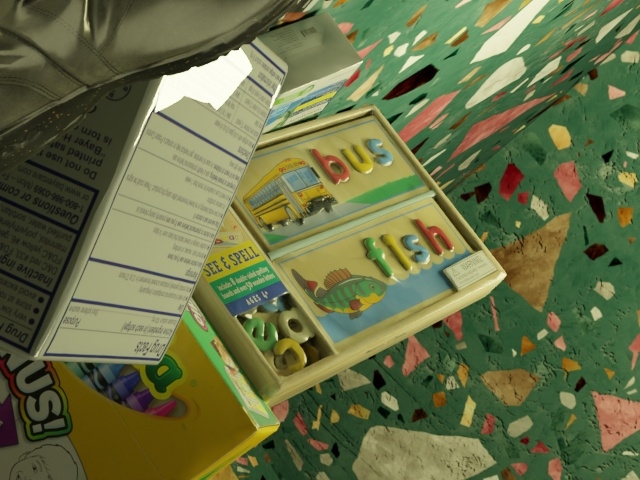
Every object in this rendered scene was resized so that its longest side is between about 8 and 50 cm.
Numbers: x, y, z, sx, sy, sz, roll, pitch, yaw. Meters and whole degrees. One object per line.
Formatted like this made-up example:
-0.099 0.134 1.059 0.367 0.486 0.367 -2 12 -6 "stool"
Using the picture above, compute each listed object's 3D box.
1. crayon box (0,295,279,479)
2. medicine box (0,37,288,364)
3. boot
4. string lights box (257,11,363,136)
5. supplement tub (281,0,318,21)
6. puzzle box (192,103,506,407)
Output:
-0.270 0.121 1.340 0.313 0.363 0.106 -38 169 9 "crayon box"
-0.172 -0.060 1.076 0.289 0.149 0.263 -66 166 0 "medicine box"
-0.127 -0.174 0.776 0.338 0.118 0.223 -39 159 -7 "boot"
-0.075 -0.143 1.601 0.133 0.077 0.260 -27 167 -39 "string lights box"
0.002 -0.277 1.142 0.198 0.106 0.106 -43 168 37 "supplement tub"
0.000 0.000 1.516 0.409 0.272 0.052 -23 160 -47 "puzzle box"
